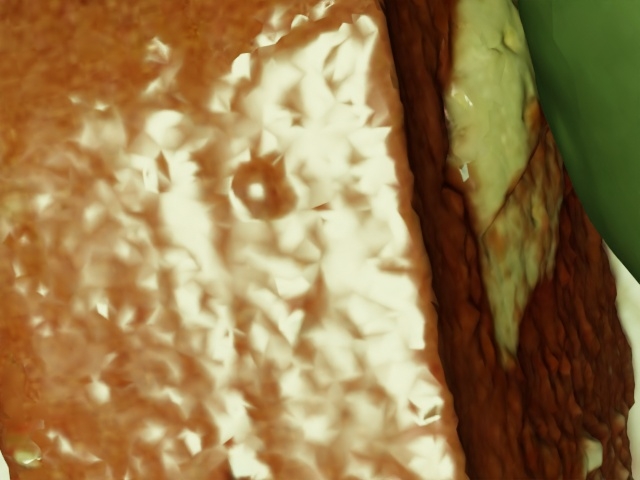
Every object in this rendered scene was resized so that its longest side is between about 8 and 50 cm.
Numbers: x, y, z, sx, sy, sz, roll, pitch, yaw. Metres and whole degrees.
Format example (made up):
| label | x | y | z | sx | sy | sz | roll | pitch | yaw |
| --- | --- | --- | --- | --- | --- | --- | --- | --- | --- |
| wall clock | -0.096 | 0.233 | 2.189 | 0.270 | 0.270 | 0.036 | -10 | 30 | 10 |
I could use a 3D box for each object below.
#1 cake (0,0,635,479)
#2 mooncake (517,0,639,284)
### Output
| label | x | y | z | sx | sy | sz | roll | pitch | yaw |
| --- | --- | --- | --- | --- | --- | --- | --- | --- | --- |
| cake | 0.000 | 0.000 | 0.495 | 0.151 | 0.177 | 0.283 | -7 | 104 | 16 |
| mooncake | 0.219 | -0.087 | 0.386 | 0.356 | 0.194 | 0.356 | 1 | 101 | 7 |
